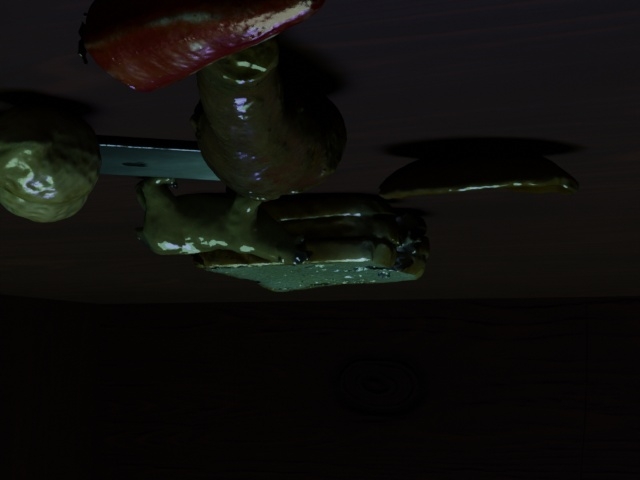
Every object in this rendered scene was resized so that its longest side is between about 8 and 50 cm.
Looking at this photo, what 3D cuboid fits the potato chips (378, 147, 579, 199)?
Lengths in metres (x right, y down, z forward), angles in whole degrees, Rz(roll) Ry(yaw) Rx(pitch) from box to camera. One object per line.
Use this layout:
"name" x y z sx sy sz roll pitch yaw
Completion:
"potato chips" 0.148 -0.064 1.800 0.150 0.049 0.201 2 174 -43

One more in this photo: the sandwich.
"sandwich" 0.000 0.002 2.324 0.249 0.095 0.273 -3 172 19

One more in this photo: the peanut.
"peanut" -0.253 -0.070 1.668 0.103 0.098 0.229 -30 178 -13

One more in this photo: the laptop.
"laptop" -0.191 -0.084 1.895 0.269 0.015 0.187 3 174 -10

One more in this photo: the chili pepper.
"chili pepper" -0.060 -0.134 1.110 0.169 0.065 0.088 -9 168 44

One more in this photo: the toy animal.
"toy animal" -0.112 -0.023 2.059 0.218 0.101 0.103 1 173 9

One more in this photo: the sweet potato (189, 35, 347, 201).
"sweet potato" -0.047 -0.089 1.366 0.109 0.109 0.385 1 174 9
